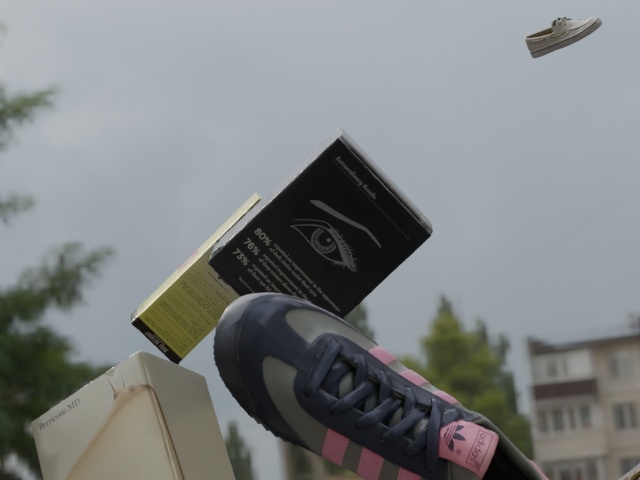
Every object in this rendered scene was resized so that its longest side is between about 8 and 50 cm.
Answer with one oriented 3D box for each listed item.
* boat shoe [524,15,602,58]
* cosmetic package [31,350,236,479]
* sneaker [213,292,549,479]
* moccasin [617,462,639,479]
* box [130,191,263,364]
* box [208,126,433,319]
[{"bbox_3d":[0.299,-0.260,2.180,0.100,0.035,0.035,-21,18,31],"label":"boat shoe"},{"bbox_3d":[-0.161,0.283,1.700,0.160,0.309,0.113,-35,-35,20],"label":"cosmetic package"},{"bbox_3d":[0.065,0.137,1.341,0.319,0.112,0.131,36,-24,-25],"label":"sneaker"},{"bbox_3d":[0.385,0.333,2.000,0.147,0.139,0.380,-38,-11,-46],"label":"moccasin"},{"bbox_3d":[-0.135,0.049,2.263,0.232,0.087,0.058,-45,13,4],"label":"box"},{"bbox_3d":[0.000,0.000,1.948,0.207,0.153,0.108,-42,7,6],"label":"box"}]
